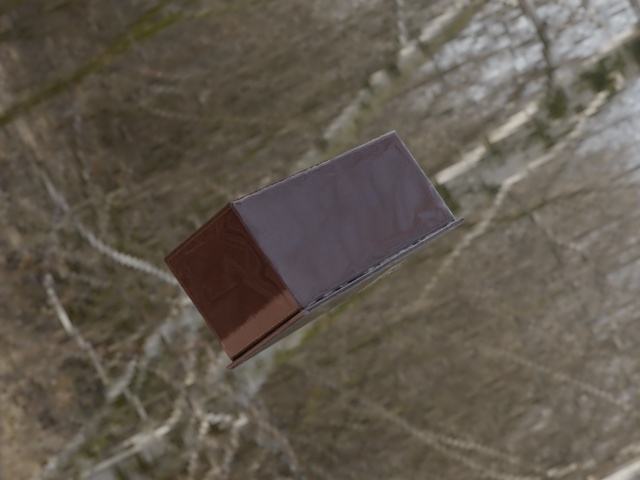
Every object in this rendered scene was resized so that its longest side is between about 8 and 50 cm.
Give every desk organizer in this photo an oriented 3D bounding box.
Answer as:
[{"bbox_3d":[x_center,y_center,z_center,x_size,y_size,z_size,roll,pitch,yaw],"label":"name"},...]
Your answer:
[{"bbox_3d":[0.000,0.000,0.599,0.050,0.047,0.130,56,35,5],"label":"desk organizer"}]
